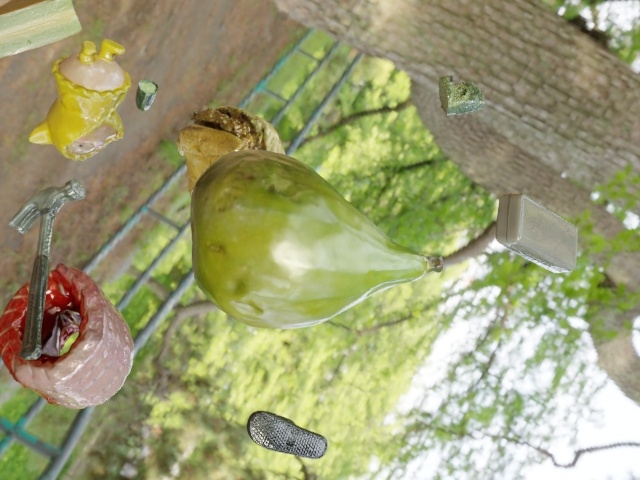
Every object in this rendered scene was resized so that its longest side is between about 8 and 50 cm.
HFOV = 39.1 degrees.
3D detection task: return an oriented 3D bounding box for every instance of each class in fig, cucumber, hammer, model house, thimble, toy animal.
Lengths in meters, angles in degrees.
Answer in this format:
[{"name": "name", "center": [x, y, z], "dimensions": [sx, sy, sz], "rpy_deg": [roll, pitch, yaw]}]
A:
[{"name": "fig", "center": [-0.020, -0.008, 1.127], "dimensions": [0.233, 0.314, 0.233], "rpy_deg": [-7, 90, -75]}, {"name": "cucumber", "center": [-0.421, -0.343, 2.155], "dimensions": [0.048, 0.048, 0.105], "rpy_deg": [-62, -172, -30]}, {"name": "hammer", "center": [-0.350, 0.038, 1.111], "dimensions": [0.029, 0.103, 0.246], "rpy_deg": [46, 32, -48]}, {"name": "model house", "center": [0.290, -0.302, 1.850], "dimensions": [0.066, 0.083, 0.078], "rpy_deg": [86, -7, -50]}, {"name": "thimble", "center": [-0.365, 0.144, 1.294], "dimensions": [0.163, 0.189, 0.125], "rpy_deg": [-27, 144, 1]}, {"name": "toy animal", "center": [-0.413, -0.250, 1.583], "dimensions": [0.229, 0.156, 0.156], "rpy_deg": [-58, -178, 34]}]

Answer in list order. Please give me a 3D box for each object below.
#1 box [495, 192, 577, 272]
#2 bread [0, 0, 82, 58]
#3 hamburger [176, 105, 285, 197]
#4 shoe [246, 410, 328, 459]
[{"name": "box", "center": [0.421, -0.012, 1.741], "dimensions": [0.055, 0.244, 0.103], "rpy_deg": [-4, -108, 41]}, {"name": "bread", "center": [-0.461, -0.335, 1.416], "dimensions": [0.139, 0.084, 0.074], "rpy_deg": [-44, 140, -34]}, {"name": "hamburger", "center": [-0.179, -0.149, 1.923], "dimensions": [0.145, 0.260, 0.283], "rpy_deg": [-37, 138, -30]}, {"name": "shoe", "center": [-0.062, 0.344, 1.596], "dimensions": [0.062, 0.159, 0.053], "rpy_deg": [-66, -164, 0]}]
